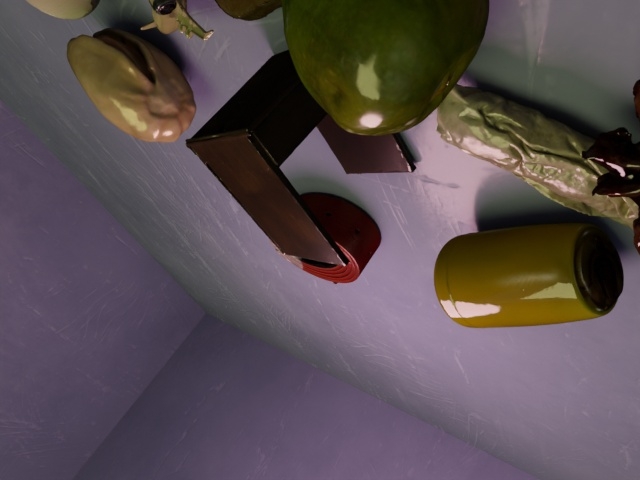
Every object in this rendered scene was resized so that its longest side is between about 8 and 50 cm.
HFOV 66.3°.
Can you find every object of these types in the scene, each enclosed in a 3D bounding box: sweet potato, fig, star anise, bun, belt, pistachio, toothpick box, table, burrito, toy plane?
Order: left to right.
[{"bbox_3d":[-0.510,-0.527,0.951,0.173,0.119,0.173,6,158,3],"label":"bun"},{"bbox_3d":[-0.411,-0.342,1.066,0.318,0.193,0.214,42,146,15],"label":"pistachio"},{"bbox_3d":[-0.264,-0.425,0.842,0.229,0.092,0.244,59,154,-3],"label":"toy plane"},{"bbox_3d":[-0.099,-0.381,0.745,0.233,0.062,0.081,13,129,47],"label":"sweet potato"},{"bbox_3d":[-0.017,-0.144,0.830,0.196,0.250,0.282,5,140,49],"label":"table"},{"bbox_3d":[0.000,0.000,1.229,0.324,0.115,0.227,0,136,54],"label":"belt"},{"bbox_3d":[0.053,-0.279,0.553,0.233,0.233,0.314,-20,96,62],"label":"fig"},{"bbox_3d":[0.341,0.058,0.816,0.175,0.175,0.271,45,151,-19],"label":"toothpick box"},{"bbox_3d":[0.332,-0.095,0.663,0.392,0.076,0.117,30,156,12],"label":"burrito"},{"bbox_3d":[0.392,-0.088,0.530,0.190,0.125,0.220,4,125,5],"label":"star anise"}]
